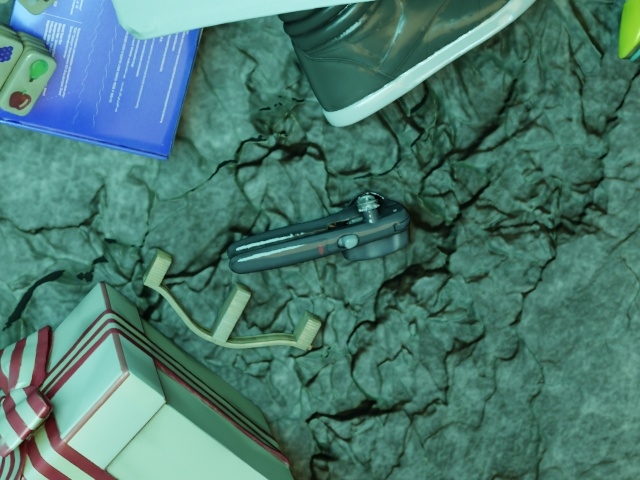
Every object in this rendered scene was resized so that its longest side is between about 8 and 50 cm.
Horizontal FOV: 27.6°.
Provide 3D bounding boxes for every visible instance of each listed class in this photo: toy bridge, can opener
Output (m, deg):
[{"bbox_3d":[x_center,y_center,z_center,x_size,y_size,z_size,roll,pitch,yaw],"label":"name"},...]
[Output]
[{"bbox_3d":[-0.090,0.073,1.293,0.188,0.026,0.063,24,103,-18],"label":"toy bridge"},{"bbox_3d":[0.000,0.000,1.272,0.186,0.059,0.073,-13,110,-8],"label":"can opener"}]

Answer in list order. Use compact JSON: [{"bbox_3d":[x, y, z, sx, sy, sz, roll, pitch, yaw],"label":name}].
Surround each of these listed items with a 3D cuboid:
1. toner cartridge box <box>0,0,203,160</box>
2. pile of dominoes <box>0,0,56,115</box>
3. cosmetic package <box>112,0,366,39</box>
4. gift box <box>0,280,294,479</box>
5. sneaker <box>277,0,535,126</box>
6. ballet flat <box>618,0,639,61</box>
[{"bbox_3d":[-0.173,-0.259,1.143,0.165,0.075,0.347,13,105,-17],"label":"toner cartridge box"},{"bbox_3d":[-0.323,-0.175,1.019,0.251,0.040,0.196,19,115,-42],"label":"pile of dominoes"},{"bbox_3d":[0.047,-0.371,0.931,0.394,0.329,0.327,-37,117,-43],"label":"cosmetic package"},{"bbox_3d":[-0.205,0.224,1.197,0.258,0.255,0.276,42,89,-23],"label":"gift box"},{"bbox_3d":[0.090,-0.244,1.187,0.296,0.104,0.147,-36,116,5],"label":"sneaker"},{"bbox_3d":[0.347,-0.280,1.259,0.077,0.077,0.231,42,93,1],"label":"ballet flat"}]
